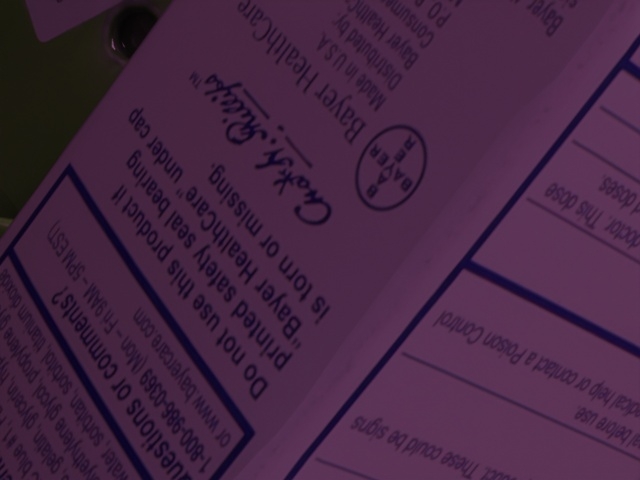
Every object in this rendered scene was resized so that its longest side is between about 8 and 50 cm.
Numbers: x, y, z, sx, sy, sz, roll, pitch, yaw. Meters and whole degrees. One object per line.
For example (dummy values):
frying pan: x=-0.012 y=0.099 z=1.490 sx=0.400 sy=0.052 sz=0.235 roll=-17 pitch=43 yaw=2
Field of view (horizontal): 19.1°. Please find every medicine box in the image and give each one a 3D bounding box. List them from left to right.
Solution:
medicine box: x=0.049 y=0.041 z=0.593 sx=0.263 sy=0.289 sz=0.149 roll=26 pitch=17 yaw=-43

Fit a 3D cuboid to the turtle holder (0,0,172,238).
turtle holder: x=-0.026 y=-0.064 z=0.882 sx=0.320 sy=0.243 sz=0.227 roll=39 pitch=10 yaw=21
